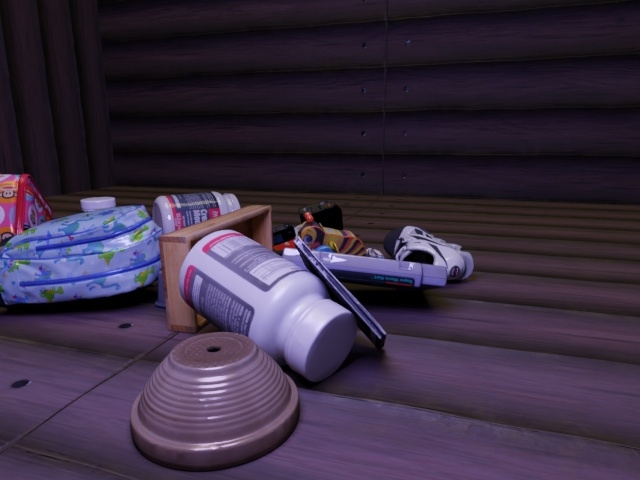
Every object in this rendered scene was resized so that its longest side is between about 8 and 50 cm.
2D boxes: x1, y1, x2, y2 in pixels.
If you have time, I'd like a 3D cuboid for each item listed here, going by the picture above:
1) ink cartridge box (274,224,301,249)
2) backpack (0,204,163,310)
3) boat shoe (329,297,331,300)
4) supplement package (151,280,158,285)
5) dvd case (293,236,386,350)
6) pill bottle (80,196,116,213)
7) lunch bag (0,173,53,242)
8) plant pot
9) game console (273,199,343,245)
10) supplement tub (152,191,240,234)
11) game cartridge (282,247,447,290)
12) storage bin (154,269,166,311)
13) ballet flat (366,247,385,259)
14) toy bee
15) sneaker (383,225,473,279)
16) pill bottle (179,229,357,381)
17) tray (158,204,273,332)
[{"bbox_3d":[-0.070,-0.020,1.756,0.233,0.066,0.189,-1,13,-19],"label":"ink cartridge box"},{"bbox_3d":[-0.548,0.040,1.139,0.356,0.273,0.290,9,11,5],"label":"backpack"},{"bbox_3d":[-0.096,0.101,1.031,0.258,0.084,0.095,3,15,21],"label":"boat shoe"},{"bbox_3d":[-0.497,0.054,1.342,0.180,0.105,0.105,6,14,26],"label":"supplement package"},{"bbox_3d":[0.037,0.099,0.858,0.018,0.221,0.164,-39,-19,-8],"label":"dvd case"},{"bbox_3d":[-0.635,-0.014,1.393,0.121,0.215,0.121,0,13,0],"label":"pill bottle"},{"bbox_3d":[-0.811,-0.050,1.300,0.120,0.257,0.293,-4,-19,-17],"label":"lunch bag"},{"bbox_3d":[-0.149,0.204,0.687,0.238,0.109,0.237,0,12,0],"label":"plant pot"},{"bbox_3d":[-0.100,-0.017,1.564,0.362,0.213,0.043,-17,60,-4],"label":"game console"},{"bbox_3d":[-0.434,-0.072,1.689,0.273,0.190,0.191,-9,16,-30],"label":"supplement tub"},{"bbox_3d":[0.090,0.075,1.116,0.356,0.068,0.230,7,-4,0],"label":"game cartridge"},{"bbox_3d":[-0.335,0.105,1.152,0.098,0.090,0.135,5,14,24],"label":"storage bin"},{"bbox_3d":[0.162,0.045,1.502,0.041,0.041,0.114,-10,16,-35],"label":"ballet flat"},{"bbox_3d":[0.000,0.000,1.423,0.299,0.162,0.195,-12,29,-34],"label":"toy bee"},{"bbox_3d":[0.262,0.033,1.367,0.147,0.122,0.331,-6,14,-29],"label":"sneaker"},{"bbox_3d":[-0.096,0.114,0.865,0.319,0.176,0.176,27,27,35],"label":"pill bottle"},{"bbox_3d":[-0.228,0.045,1.155,0.076,0.202,0.411,2,13,17],"label":"tray"}]
